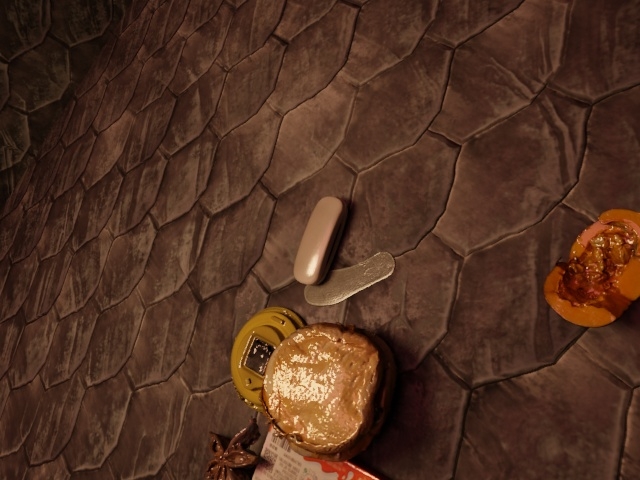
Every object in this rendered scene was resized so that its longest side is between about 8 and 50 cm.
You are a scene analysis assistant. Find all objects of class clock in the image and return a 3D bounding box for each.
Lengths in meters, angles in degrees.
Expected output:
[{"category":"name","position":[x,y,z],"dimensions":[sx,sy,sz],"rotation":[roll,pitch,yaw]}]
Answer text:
[{"category":"clock","position":[-0.123,0.256,1.119],"dimensions":[0.237,0.057,0.237],"rotation":[-14,65,32]}]

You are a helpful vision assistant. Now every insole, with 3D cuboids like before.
[{"category":"insole","position":[0.057,0.085,1.079],"dimensions":[0.232,0.003,0.080],"rotation":[-25,60,28]}]

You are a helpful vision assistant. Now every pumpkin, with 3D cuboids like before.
[{"category":"pumpkin","position":[0.414,0.049,0.753],"dimensions":[0.183,0.108,0.119],"rotation":[-48,58,4]}]

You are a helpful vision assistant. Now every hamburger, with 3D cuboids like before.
[{"category":"hamburger","position":[0.010,0.280,0.941],"dimensions":[0.286,0.146,0.243],"rotation":[-38,47,5]}]

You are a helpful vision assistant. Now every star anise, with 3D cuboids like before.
[{"category":"star anise","position":[-0.182,0.469,1.055],"dimensions":[0.208,0.063,0.171],"rotation":[-35,46,41]}]

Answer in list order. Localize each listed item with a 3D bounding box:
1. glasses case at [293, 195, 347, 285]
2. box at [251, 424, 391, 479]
[{"category":"glasses case","position":[0.000,0.000,1.123],"dimensions":[0.081,0.051,0.204],"rotation":[17,84,41]},{"category":"box","position":[-0.028,0.512,0.955],"dimensions":[0.273,0.048,0.264],"rotation":[15,81,39]}]
